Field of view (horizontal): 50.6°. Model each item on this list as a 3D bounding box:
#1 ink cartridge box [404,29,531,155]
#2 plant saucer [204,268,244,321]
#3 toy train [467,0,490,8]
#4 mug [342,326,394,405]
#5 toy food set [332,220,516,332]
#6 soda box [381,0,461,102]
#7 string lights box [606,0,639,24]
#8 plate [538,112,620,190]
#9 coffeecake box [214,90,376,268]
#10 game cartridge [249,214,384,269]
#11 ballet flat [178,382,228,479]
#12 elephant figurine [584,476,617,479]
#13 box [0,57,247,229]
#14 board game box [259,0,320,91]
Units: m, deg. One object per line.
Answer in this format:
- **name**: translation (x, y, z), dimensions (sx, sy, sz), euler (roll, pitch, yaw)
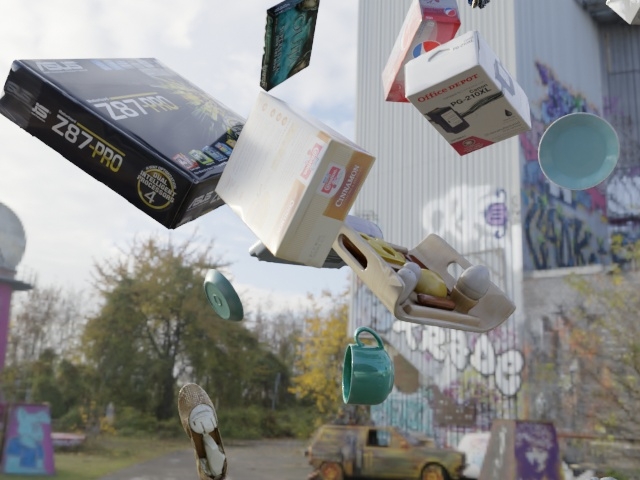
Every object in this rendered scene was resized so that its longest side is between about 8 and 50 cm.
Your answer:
- **ink cartridge box**: translation (0.310, -0.301, 1.421), dimensions (0.172, 0.100, 0.237), euler (-19, -38, 35)
- **plant saucer**: translation (-0.197, 0.114, 1.342), dimensions (0.021, 0.119, 0.119), euler (-32, 6, -32)
- **toy train**: translation (0.317, -0.481, 1.334), dimensions (0.036, 0.027, 0.158), euler (17, 32, 14)
- **mug**: translation (0.108, 0.283, 1.474), dimensions (0.098, 0.129, 0.157), euler (6, -58, -6)
- **toy food set**: translation (0.149, 0.031, 1.048), dimensions (0.306, 0.092, 0.219), euler (15, 24, -45)
- **soda box**: translation (0.217, -0.419, 1.504), dimensions (0.092, 0.083, 0.263), euler (2, -29, -12)
- **string lights box**: translation (0.632, -0.436, 1.139), dimensions (0.260, 0.076, 0.133), euler (-5, -43, -22)
- **plate**: translation (0.626, -0.215, 1.641), dimensions (0.188, 0.188, 0.024), euler (-7, -1, 33)
- **coffeecake box**: translation (-0.037, -0.075, 0.794), dimensions (0.068, 0.142, 0.185), euler (17, 17, -37)
- **game cartridge**: translation (0.000, 0.000, 1.654), dimensions (0.297, 0.062, 0.198), euler (8, -37, -38)
- **ballet flat**: translation (-0.217, 0.373, 1.298), dimensions (0.073, 0.206, 0.067), euler (-22, 12, -31)
- **elephant figurine**: translation (0.514, 0.562, 1.207), dimensions (0.170, 0.239, 0.186), euler (-16, -40, -7)
- **box**: translation (-0.258, -0.177, 1.105), dimensions (0.318, 0.097, 0.395), euler (33, 21, 7)
- **board game box**: translation (-0.059, -0.385, 1.300), dimensions (0.026, 0.126, 0.186), euler (41, -30, 17)
